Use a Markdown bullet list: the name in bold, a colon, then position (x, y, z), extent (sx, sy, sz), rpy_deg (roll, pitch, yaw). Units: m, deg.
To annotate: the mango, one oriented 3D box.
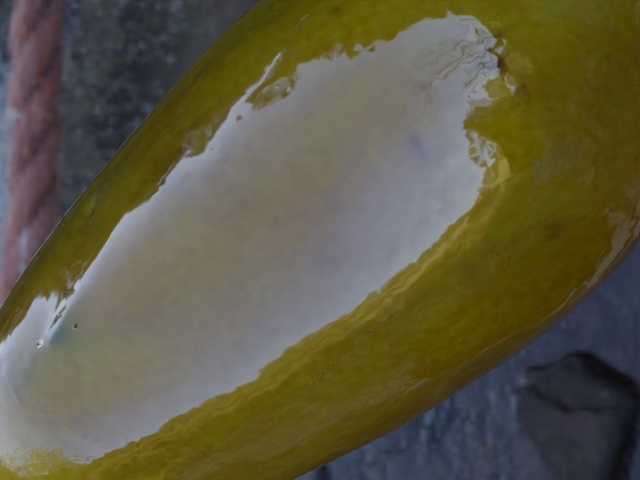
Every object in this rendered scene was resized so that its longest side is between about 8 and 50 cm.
- **mango**: position (0.000, 0.000, 0.900), extent (0.445, 0.300, 0.232), rpy_deg (-39, 77, 1)
